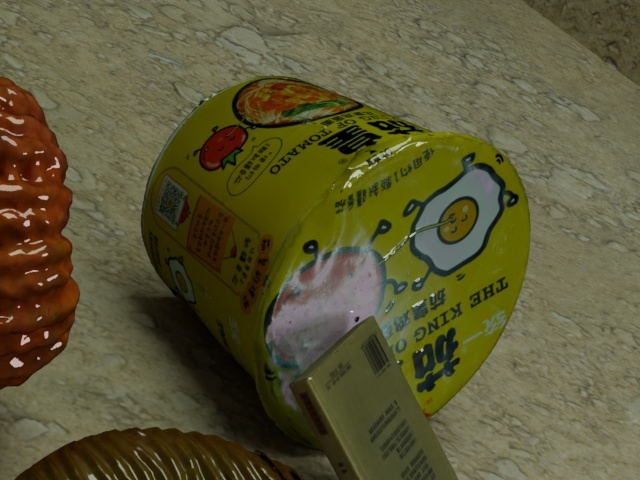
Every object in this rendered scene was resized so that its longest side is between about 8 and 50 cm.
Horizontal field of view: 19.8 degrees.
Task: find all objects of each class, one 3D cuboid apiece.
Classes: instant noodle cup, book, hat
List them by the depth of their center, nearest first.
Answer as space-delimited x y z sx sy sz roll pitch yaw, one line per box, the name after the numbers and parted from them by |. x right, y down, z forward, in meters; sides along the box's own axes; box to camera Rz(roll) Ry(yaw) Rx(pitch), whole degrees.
-0.387 0.027 1.372 0.400 0.285 0.285 -19 46 -33 | hat
0.062 0.192 1.561 0.231 0.026 0.161 62 26 -5 | book
0.000 0.000 1.736 0.325 0.326 0.254 3 23 -42 | instant noodle cup

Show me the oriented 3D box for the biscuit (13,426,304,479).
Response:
-0.094 0.259 1.276 0.318 0.040 0.318 12 44 -12 | biscuit
